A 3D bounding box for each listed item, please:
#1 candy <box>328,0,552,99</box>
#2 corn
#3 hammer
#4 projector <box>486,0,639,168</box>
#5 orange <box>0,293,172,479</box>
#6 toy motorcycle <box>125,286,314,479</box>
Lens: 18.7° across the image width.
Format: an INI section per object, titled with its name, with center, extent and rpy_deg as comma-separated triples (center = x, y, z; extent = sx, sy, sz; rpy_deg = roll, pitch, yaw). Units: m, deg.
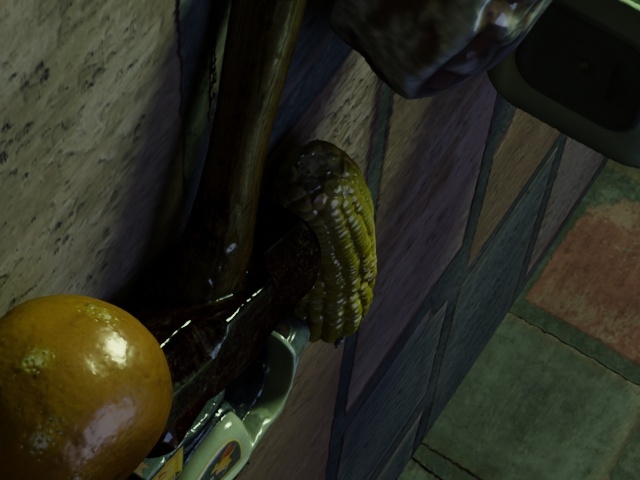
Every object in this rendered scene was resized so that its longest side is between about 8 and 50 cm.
[candy]
center = 0.106, -0.217, 1.483
extent = 0.214, 0.157, 0.289
rpy_deg = -49, 177, 18
[corn]
center = 0.000, 0.000, 1.701
extent = 0.101, 0.101, 0.292
rpy_deg = -56, 162, -19
[hammer]
center = -0.058, -0.054, 1.373
extent = 0.242, 0.095, 0.409
rpy_deg = -45, 158, -48
[projector]
center = 0.331, -0.262, 2.020
extent = 0.248, 0.248, 0.249
rpy_deg = -53, 165, -27
[orange]
center = -0.168, 0.105, 1.219
extent = 0.156, 0.124, 0.156
rpy_deg = -41, 170, -9
[toy motorcycle]
center = -0.090, 0.137, 1.655
extent = 0.263, 0.091, 0.157
rpy_deg = -49, 158, -33
